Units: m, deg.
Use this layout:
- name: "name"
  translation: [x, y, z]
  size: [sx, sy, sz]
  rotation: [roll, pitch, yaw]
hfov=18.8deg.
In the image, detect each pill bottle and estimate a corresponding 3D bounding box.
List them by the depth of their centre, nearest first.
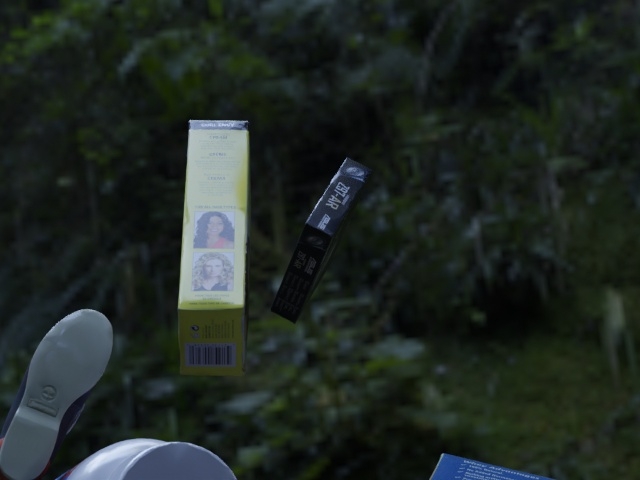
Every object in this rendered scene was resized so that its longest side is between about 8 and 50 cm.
- name: "pill bottle"
  translation: [-0.132, 0.203, 1.306]
  size: [0.124, 0.124, 0.221]
  rotation: [-1, -18, -27]

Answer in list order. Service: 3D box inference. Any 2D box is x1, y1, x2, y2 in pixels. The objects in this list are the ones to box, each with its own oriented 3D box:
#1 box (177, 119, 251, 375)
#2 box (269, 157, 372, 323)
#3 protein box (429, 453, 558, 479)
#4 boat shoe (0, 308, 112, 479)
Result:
- name: "box"
  translation: [-0.089, 0.003, 1.655]
  size: [0.058, 0.232, 0.087]
  rotation: [0, -44, -2]
- name: "box"
  translation: [0.000, 0.000, 1.160]
  size: [0.018, 0.067, 0.083]
  rotation: [27, -45, 4]
- name: "protein box"
  translation: [0.163, 0.269, 1.474]
  size: [0.200, 0.136, 0.201]
  rotation: [12, 9, 9]
- name: "boat shoe"
  translation: [-0.184, 0.110, 1.320]
  size: [0.049, 0.137, 0.043]
  rotation: [24, -26, -3]
